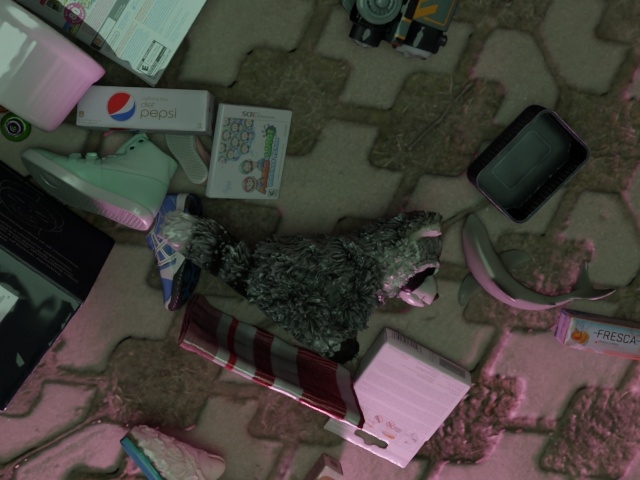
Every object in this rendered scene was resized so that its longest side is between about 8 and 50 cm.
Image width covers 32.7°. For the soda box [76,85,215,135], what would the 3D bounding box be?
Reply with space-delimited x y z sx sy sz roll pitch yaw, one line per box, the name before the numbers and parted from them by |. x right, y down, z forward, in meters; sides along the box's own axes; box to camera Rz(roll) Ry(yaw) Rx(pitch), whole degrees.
soda box | -0.284 -0.212 1.785 0.216 0.074 0.069 3 89 5

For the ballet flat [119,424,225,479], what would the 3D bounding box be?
ballet flat | -0.204 0.468 1.959 0.147 0.147 0.409 -30 106 3

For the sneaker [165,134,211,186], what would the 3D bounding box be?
sneaker | -0.216 -0.148 1.847 0.051 0.070 0.134 -30 74 11

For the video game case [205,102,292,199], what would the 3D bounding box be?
video game case | -0.119 -0.147 1.826 0.143 0.019 0.157 0 105 -40

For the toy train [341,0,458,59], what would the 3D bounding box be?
toy train | 0.163 -0.458 1.761 0.190 0.142 0.334 16 101 -18

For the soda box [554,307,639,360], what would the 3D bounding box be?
soda box | 0.521 0.171 1.963 0.183 0.063 0.058 12 101 -8

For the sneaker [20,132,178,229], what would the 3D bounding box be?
sneaker | -0.364 -0.127 1.829 0.256 0.094 0.151 23 64 10

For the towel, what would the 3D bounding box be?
towel | -0.081 0.200 1.834 0.329 0.237 0.037 27 99 -9

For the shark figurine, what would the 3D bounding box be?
shark figurine | 0.355 0.085 1.908 0.278 0.116 0.166 23 101 -7

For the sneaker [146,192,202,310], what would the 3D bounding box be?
sneaker | -0.253 0.017 1.872 0.081 0.080 0.211 10 103 17

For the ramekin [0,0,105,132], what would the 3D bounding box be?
ramekin | -0.481 -0.283 1.662 0.277 0.277 0.135 33 87 -11

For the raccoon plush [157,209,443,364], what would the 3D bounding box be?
raccoon plush | 0.000 0.000 1.785 0.446 0.216 0.299 34 92 -26

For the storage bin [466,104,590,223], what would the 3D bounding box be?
storage bin | 0.355 -0.132 1.871 0.122 0.084 0.180 43 96 -12

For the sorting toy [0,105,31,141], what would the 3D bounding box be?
sorting toy | -0.524 -0.207 1.807 0.061 0.042 0.102 -24 104 1

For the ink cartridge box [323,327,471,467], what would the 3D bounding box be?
ink cartridge box | 0.138 0.288 1.978 0.181 0.056 0.224 28 118 -10

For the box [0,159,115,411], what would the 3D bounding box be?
box | -0.514 0.039 1.683 0.293 0.395 0.212 36 99 -10

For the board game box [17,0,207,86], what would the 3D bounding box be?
board game box | -0.338 -0.422 1.746 0.303 0.097 0.224 32 98 -12

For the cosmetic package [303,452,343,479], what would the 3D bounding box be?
cosmetic package | -0.008 0.452 1.989 0.041 0.060 0.115 33 100 -11
